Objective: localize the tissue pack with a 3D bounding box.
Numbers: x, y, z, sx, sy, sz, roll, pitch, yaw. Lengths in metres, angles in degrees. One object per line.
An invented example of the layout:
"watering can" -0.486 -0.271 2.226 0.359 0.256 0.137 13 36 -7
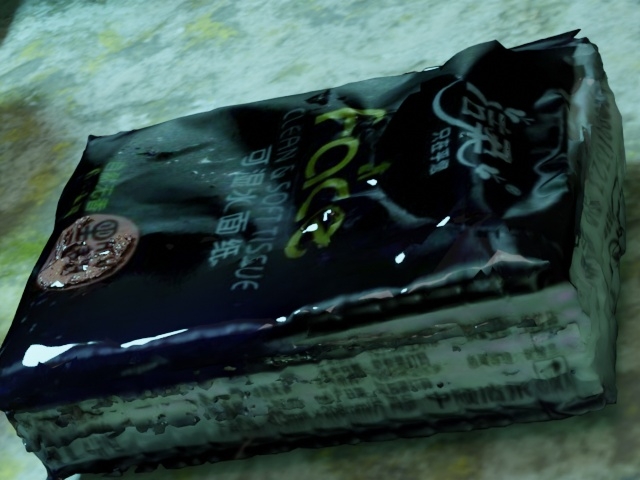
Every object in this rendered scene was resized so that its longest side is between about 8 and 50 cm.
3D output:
"tissue pack" 0.000 0.000 0.913 0.332 0.123 0.245 -10 39 19
